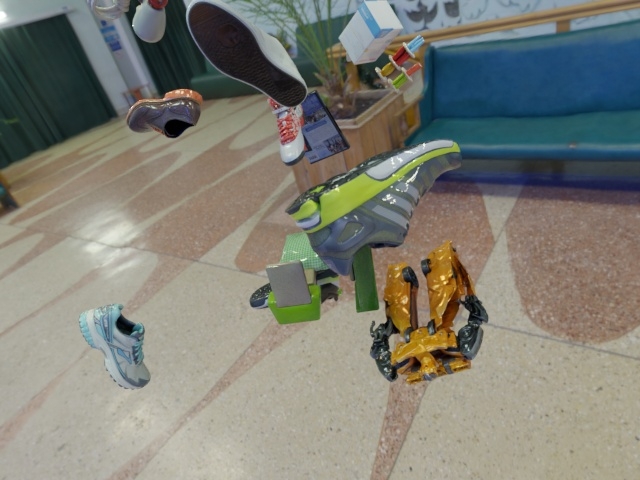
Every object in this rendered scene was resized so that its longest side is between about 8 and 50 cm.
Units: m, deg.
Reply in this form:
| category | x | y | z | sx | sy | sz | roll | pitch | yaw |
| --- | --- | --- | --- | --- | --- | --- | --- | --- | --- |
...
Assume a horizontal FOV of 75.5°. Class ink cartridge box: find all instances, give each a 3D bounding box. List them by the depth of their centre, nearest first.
| category | x | y | z | sx | sy | sz | roll | pitch | yaw |
| --- | --- | --- | --- | --- | --- | --- | --- | --- | --- |
| ink cartridge box | 0.125 | -0.540 | 1.091 | 0.092 | 0.090 | 0.143 | -25 | -6 | -37 |

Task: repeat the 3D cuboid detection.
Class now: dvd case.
| category | x | y | z | sx | sy | sz | roll | pitch | yaw |
| --- | --- | --- | --- | --- | --- | --- | --- | --- | --- |
| dvd case | -0.026 | -0.411 | 1.530 | 0.180 | 0.253 | 0.022 | -17 | 38 | 28 |

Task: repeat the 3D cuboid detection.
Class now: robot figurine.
| category | x | y | z | sx | sy | sz | roll | pitch | yaw |
| --- | --- | --- | --- | --- | --- | --- | --- | --- | --- |
| robot figurine | 0.193 | 0.129 | 0.740 | 0.211 | 0.085 | 0.291 | -26 | 29 | 27 |

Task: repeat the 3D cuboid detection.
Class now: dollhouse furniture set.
| category | x | y | z | sx | sy | sz | roll | pitch | yaw |
| --- | --- | --- | --- | --- | --- | --- | --- | --- | --- |
| dollhouse furniture set | 0.000 | 0.000 | 0.817 | 0.197 | 0.151 | 0.301 | -9 | 30 | 7 |

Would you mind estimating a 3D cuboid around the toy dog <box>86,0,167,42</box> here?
| category | x | y | z | sx | sy | sz | roll | pitch | yaw |
| --- | --- | --- | --- | --- | --- | --- | --- | --- | --- |
| toy dog | -0.371 | -0.629 | 0.909 | 0.333 | 0.161 | 0.220 | -37 | -18 | 24 |

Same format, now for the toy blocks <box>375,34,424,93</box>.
| category | x | y | z | sx | sy | sz | roll | pitch | yaw |
| --- | --- | --- | --- | --- | --- | --- | --- | --- | --- |
| toy blocks | 0.250 | -0.510 | 1.194 | 0.148 | 0.123 | 0.054 | -35 | 58 | 30 |

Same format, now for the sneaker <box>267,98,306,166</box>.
| category | x | y | z | sx | sy | sz | roll | pitch | yaw |
| --- | --- | --- | --- | --- | --- | --- | --- | --- | --- |
| sneaker | -0.112 | -0.366 | 1.297 | 0.090 | 0.145 | 0.270 | -15 | 50 | 22 |

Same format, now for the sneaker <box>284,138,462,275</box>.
| category | x | y | z | sx | sy | sz | roll | pitch | yaw |
| --- | --- | --- | --- | --- | --- | --- | --- | --- | --- |
| sneaker | 0.093 | -0.057 | 0.588 | 0.300 | 0.121 | 0.111 | -28 | 15 | -25 |

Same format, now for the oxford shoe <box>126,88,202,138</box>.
| category | x | y | z | sx | sy | sz | roll | pitch | yaw |
| --- | --- | --- | --- | --- | --- | --- | --- | --- | --- |
| oxford shoe | -0.439 | -0.328 | 1.132 | 0.271 | 0.098 | 0.097 | -8 | -13 | 33 |

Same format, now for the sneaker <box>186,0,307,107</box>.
| category | x | y | z | sx | sy | sz | roll | pitch | yaw |
| --- | --- | --- | --- | --- | --- | --- | --- | --- | --- |
| sneaker | -0.151 | -0.389 | 0.844 | 0.106 | 0.290 | 0.123 | -34 | 53 | 23 |

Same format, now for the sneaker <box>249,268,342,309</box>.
| category | x | y | z | sx | sy | sz | roll | pitch | yaw |
| --- | --- | --- | --- | --- | --- | --- | --- | --- | --- |
| sneaker | -0.041 | 0.129 | 0.915 | 0.234 | 0.097 | 0.084 | -15 | 9 | -33 |

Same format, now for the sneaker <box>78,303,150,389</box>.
| category | x | y | z | sx | sy | sz | roll | pitch | yaw |
| --- | --- | --- | --- | --- | --- | --- | --- | --- | --- |
| sneaker | -0.538 | 0.297 | 1.150 | 0.122 | 0.283 | 0.110 | -24 | 28 | -5 |
